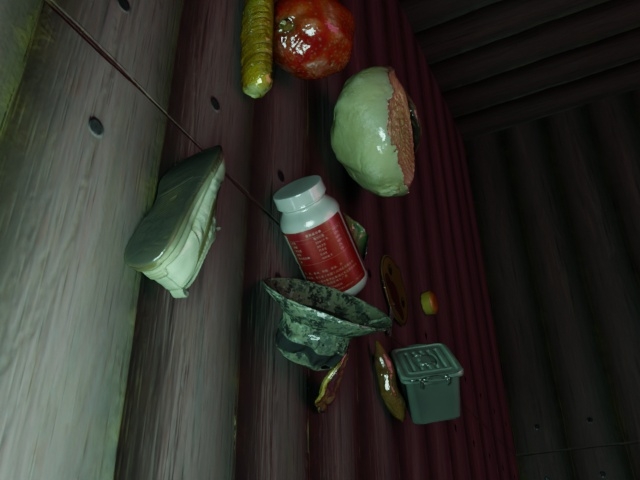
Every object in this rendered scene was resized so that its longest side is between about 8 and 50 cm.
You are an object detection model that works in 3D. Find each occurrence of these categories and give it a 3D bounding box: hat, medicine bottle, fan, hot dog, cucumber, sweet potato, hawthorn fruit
[{"bbox_3d":[-0.007,0.161,1.158,0.265,0.265,0.128,3,110,-67],"label":"hat"},{"bbox_3d":[0.000,0.000,1.311,0.250,0.131,0.131,65,24,-21],"label":"medicine bottle"},{"bbox_3d":[0.217,0.171,1.887,0.335,0.011,0.229,-70,140,-58],"label":"fan"},{"bbox_3d":[-0.134,-0.421,1.336,0.068,0.083,0.289,13,57,-22],"label":"hot dog"},{"bbox_3d":[0.046,0.016,1.486,0.115,0.086,0.193,17,49,-12],"label":"cucumber"},{"bbox_3d":[0.169,0.357,1.600,0.065,0.051,0.218,-29,102,-64],"label":"sweet potato"},{"bbox_3d":[-0.034,-0.473,1.445,0.253,0.205,0.205,1,75,-62],"label":"hawthorn fruit"}]

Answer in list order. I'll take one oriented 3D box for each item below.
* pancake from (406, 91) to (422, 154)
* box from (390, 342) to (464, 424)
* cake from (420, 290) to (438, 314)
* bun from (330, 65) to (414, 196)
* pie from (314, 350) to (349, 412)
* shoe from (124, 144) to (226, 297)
[{"bbox_3d":[0.220,-0.367,1.969,0.294,0.049,0.294,51,-26,38],"label":"pancake"},{"bbox_3d":[0.280,0.372,1.666,0.243,0.163,0.135,-109,-169,-80],"label":"box"},{"bbox_3d":[0.378,0.217,2.204,0.084,0.044,0.084,45,36,-48],"label":"cake"},{"bbox_3d":[0.136,-0.283,1.727,0.364,0.202,0.364,-8,90,-73],"label":"bun"},{"bbox_3d":[0.019,0.282,1.232,0.092,0.034,0.170,-50,162,-36],"label":"pie"},{"bbox_3d":[-0.190,-0.037,0.926,0.098,0.103,0.275,59,33,-37],"label":"shoe"}]
